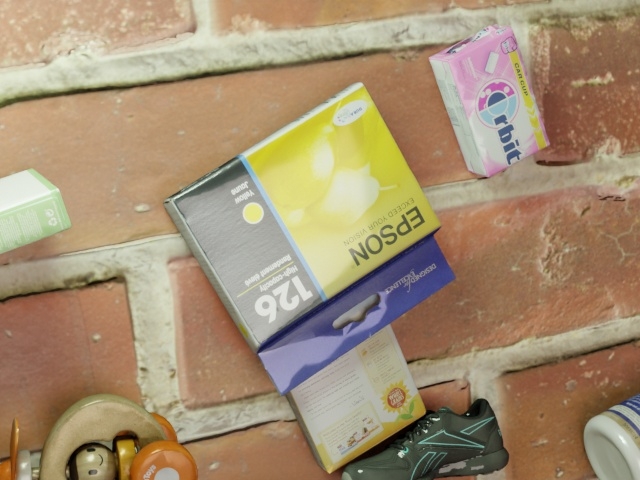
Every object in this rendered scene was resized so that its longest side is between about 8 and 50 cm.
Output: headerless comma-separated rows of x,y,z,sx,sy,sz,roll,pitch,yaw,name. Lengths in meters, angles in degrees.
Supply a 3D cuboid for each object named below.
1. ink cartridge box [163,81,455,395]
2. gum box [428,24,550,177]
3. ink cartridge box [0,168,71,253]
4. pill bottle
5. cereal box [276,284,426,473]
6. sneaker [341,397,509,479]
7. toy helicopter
0.000,0.000,1.706,0.303,0.072,0.307,-33,98,-14,ink cartridge box
0.233,-0.197,1.793,0.107,0.062,0.188,-28,111,-15,gum box
-0.421,-0.015,1.497,0.235,0.171,0.056,-21,109,-17,ink cartridge box
0.551,0.288,1.982,0.264,0.153,0.153,-25,110,-16,pill bottle
0.030,0.179,1.797,0.173,0.047,0.240,-28,110,-16,cereal box
0.145,0.297,1.858,0.267,0.101,0.106,-8,93,-29,sneaker
-0.328,0.358,1.640,0.235,0.140,0.355,24,94,-23,toy helicopter
